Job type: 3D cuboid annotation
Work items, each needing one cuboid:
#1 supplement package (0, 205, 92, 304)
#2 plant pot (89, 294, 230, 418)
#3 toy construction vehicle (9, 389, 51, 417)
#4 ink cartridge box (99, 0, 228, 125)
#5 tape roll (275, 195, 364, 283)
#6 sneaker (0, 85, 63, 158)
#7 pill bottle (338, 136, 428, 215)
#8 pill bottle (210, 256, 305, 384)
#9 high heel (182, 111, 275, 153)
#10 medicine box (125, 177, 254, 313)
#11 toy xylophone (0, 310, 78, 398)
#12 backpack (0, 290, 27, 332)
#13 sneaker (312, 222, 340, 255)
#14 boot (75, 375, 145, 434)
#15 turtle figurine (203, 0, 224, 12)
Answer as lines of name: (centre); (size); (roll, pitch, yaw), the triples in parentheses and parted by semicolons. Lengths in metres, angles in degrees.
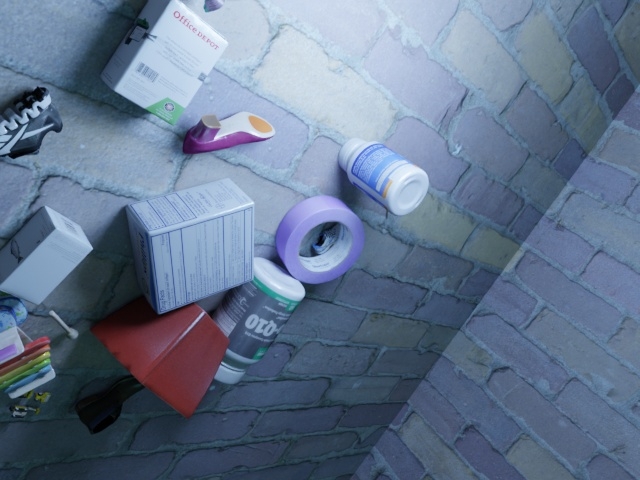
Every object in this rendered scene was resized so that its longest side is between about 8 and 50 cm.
supplement package: (-0.621, 0.033, 1.197); (0.179, 0.105, 0.105); (-47, 142, -2)
plant pot: (-0.416, 0.283, 1.495); (0.236, 0.267, 0.267); (-48, 143, -19)
toy construction vehicle: (-0.785, 0.428, 1.443); (0.098, 0.035, 0.086); (27, 91, -53)
ink cartridge box: (-0.324, -0.380, 1.128); (0.219, 0.092, 0.160); (-53, 141, 7)
tape roll: (0.000, 0.000, 1.705); (0.274, 0.090, 0.275); (-13, 125, -19)
sneaker: (-0.603, -0.192, 1.042); (0.234, 0.078, 0.106); (-39, 139, -15)
pill bottle: (0.175, -0.200, 1.594); (0.152, 0.272, 0.152); (-24, 136, -25)
pill bottle: (-0.224, 0.249, 1.665); (0.204, 0.204, 0.361); (21, 107, -49)
high heel: (-0.227, -0.257, 1.356); (0.244, 0.082, 0.117); (-17, 162, -49)
medicine box: (-0.329, 0.010, 1.409); (0.289, 0.149, 0.264); (-19, 133, -30)
toy xylophone: (-0.701, 0.274, 1.272); (0.236, 0.081, 0.323); (-30, 165, -15)
backpack: (-0.733, 0.168, 1.225); (0.114, 0.084, 0.105); (-26, 140, -30)
sneaker: (0.028, -0.011, 1.797); (0.135, 0.052, 0.058); (-47, 137, -1)
boot: (-0.599, 0.487, 1.598); (0.219, 0.106, 0.082); (-25, 136, -25)
turtle figurine: (-0.258, -0.559, 1.029); (0.175, 0.118, 0.234); (-51, 147, 4)
